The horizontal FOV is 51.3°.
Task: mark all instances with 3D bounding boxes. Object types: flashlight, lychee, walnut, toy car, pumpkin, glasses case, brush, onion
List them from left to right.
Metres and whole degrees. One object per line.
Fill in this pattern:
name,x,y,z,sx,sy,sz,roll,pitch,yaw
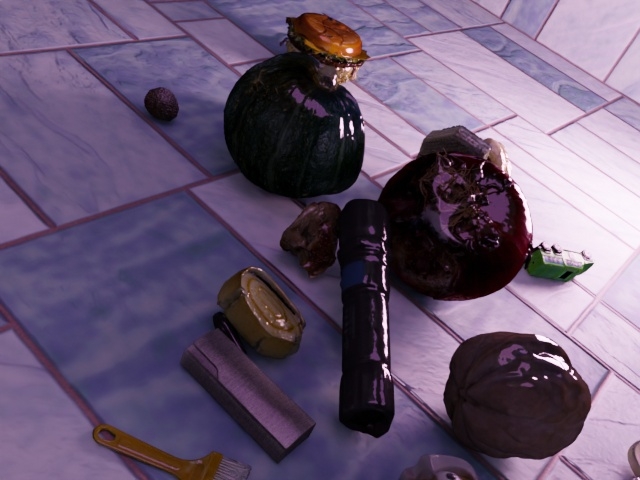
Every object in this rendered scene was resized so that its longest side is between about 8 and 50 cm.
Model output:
lychee,-0.338,-0.290,1.417,0.067,0.068,0.083,-39,67,-6
brush,-0.193,0.281,0.842,0.205,0.011,0.083,23,37,-1
glasses case,-0.104,0.215,0.945,0.205,0.047,0.071,41,40,19
pumpkin,-0.072,-0.217,1.320,0.197,0.263,0.293,-25,58,-39
flashlight,0.076,0.108,1.084,0.103,0.103,0.423,14,48,-15
onion,0.260,-0.020,1.304,0.314,0.232,0.313,-1,64,3
walnut,0.303,0.239,1.033,0.224,0.224,0.224,16,37,-13
toy car,0.540,0.053,1.501,0.165,0.071,0.062,10,54,-20

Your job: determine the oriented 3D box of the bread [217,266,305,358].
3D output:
bread,-0.090,0.115,1.039,0.156,0.064,0.117,52,26,9

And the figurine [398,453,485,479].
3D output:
figurine,0.118,0.364,0.823,0.236,0.133,0.176,-19,42,-37

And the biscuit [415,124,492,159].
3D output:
biscuit,0.274,-0.150,1.452,0.147,0.250,0.046,40,58,18

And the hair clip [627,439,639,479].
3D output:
hair clip,0.560,0.403,1.081,0.219,0.071,0.159,-16,56,-35

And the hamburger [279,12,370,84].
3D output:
hamburger,0.006,-0.530,1.844,0.243,0.138,0.261,9,40,-24

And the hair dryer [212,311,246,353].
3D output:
hair dryer,-0.123,0.140,1.046,0.083,0.031,0.079,-14,62,-51

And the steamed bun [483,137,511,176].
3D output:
steamed bun,0.379,-0.162,1.560,0.172,0.155,0.141,11,18,-49

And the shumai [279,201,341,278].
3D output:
shumai,-0.001,-0.007,1.223,0.105,0.123,0.139,41,24,2
